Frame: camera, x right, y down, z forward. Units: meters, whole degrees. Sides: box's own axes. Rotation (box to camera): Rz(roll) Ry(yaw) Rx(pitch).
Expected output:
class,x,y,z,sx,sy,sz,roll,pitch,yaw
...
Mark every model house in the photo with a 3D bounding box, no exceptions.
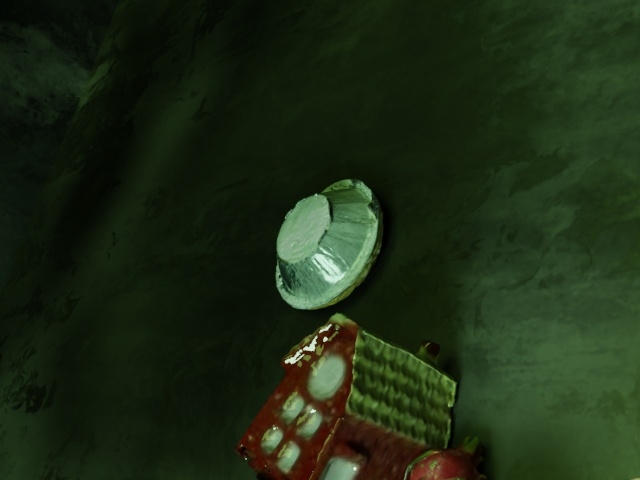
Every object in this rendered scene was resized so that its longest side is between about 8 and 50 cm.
class,x,y,z,sx,sy,sz,roll,pitch,yaw
model house,0.046,0.217,1.028,0.160,0.196,0.254,22,81,55

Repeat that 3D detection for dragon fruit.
class,x,y,z,sx,sy,sz,roll,pitch,yaw
dragon fruit,0.150,0.278,0.961,0.116,0.081,0.086,-33,27,-17

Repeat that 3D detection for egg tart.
class,x,y,z,sx,sy,sz,roll,pitch,yaw
egg tart,0.000,0.000,1.326,0.234,0.094,0.234,-30,44,35

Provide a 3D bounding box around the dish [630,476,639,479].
class,x,y,z,sx,sy,sz,roll,pitch,yaw
dish,0.361,0.291,0.695,0.212,0.077,0.151,-10,48,45
